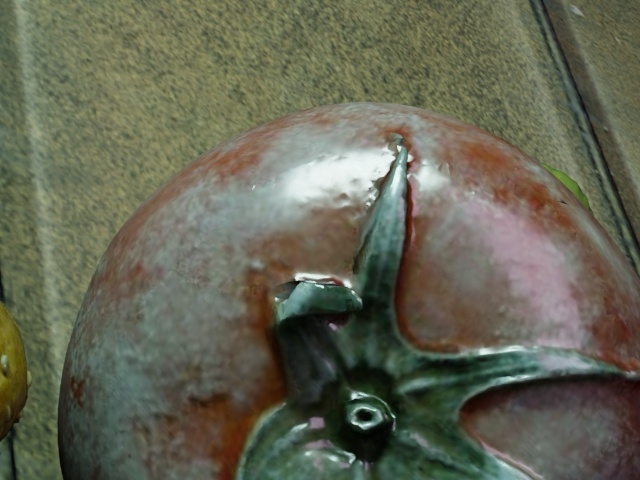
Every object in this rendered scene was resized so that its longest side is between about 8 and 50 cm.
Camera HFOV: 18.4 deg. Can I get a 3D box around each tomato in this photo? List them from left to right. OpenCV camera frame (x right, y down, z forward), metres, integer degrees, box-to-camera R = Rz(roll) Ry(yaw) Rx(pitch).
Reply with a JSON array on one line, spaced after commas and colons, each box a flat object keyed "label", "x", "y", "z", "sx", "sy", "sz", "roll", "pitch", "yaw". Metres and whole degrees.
[{"label": "tomato", "x": 0.023, "y": 0.087, "z": 1.018, "sx": 0.317, "sy": 0.316, "sz": 0.282, "roll": 48, "pitch": -3, "yaw": 7}]

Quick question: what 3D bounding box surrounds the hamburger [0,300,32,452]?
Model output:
[{"label": "hamburger", "x": -0.255, "y": 0.048, "z": 0.913, "sx": 0.211, "sy": 0.132, "sz": 0.309, "roll": 49, "pitch": 29, "yaw": 13}]

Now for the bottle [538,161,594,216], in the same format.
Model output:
[{"label": "bottle", "x": 0.131, "y": 0.046, "z": 1.393, "sx": 0.112, "sy": 0.112, "sz": 0.260, "roll": 37, "pitch": 31, "yaw": -11}]
